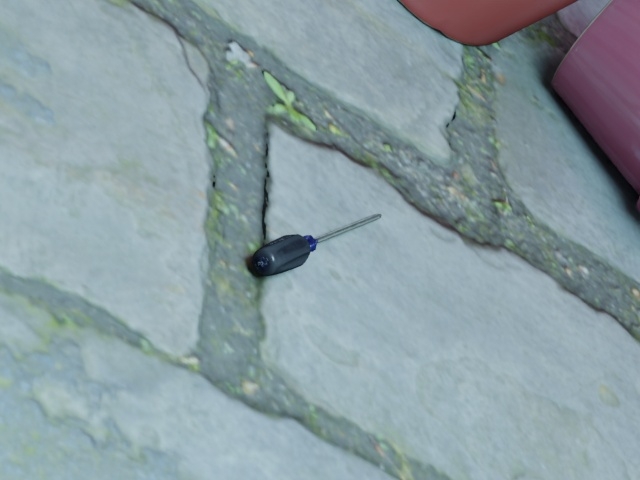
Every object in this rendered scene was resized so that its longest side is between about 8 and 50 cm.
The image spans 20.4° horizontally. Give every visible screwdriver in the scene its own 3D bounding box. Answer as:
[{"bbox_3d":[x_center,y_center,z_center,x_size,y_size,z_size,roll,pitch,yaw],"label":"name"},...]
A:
[{"bbox_3d":[0.000,0.000,1.237,0.024,0.025,0.170,56,27,7],"label":"screwdriver"}]

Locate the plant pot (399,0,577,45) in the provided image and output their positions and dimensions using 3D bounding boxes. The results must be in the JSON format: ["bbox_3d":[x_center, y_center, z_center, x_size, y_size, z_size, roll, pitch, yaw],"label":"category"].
[{"bbox_3d":[0.172,-0.310,1.498,0.275,0.243,0.275,28,42,-29],"label":"plant pot"}]

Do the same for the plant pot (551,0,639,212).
[{"bbox_3d":[0.312,-0.128,1.558,0.180,0.201,0.201,42,34,12],"label":"plant pot"}]
